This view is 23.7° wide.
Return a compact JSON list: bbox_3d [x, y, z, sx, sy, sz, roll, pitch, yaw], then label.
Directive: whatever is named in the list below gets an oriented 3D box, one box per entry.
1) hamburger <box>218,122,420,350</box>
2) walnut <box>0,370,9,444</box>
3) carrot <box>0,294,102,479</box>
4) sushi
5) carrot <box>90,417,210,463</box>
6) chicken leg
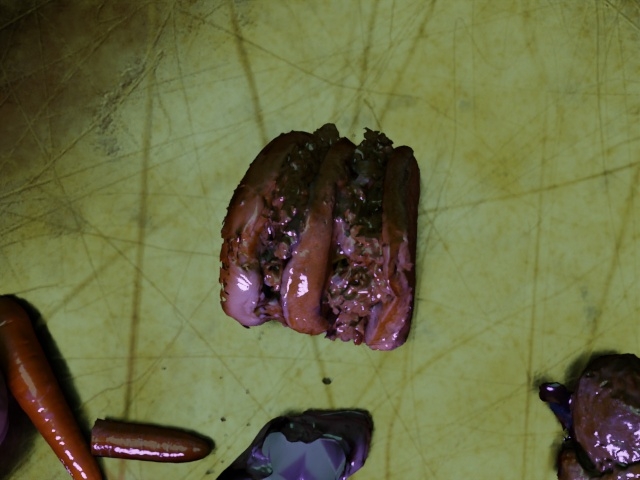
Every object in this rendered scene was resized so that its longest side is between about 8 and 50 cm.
[{"bbox_3d":[0.009,-0.006,1.668,0.211,0.260,0.245,9,95,9],"label":"hamburger"},{"bbox_3d":[-0.490,0.183,1.714,0.273,0.227,0.273,0,87,2],"label":"walnut"},{"bbox_3d":[-0.326,0.182,1.780,0.062,0.066,0.271,-24,81,-36],"label":"carrot"},{"bbox_3d":[-0.075,0.307,1.723,0.124,0.130,0.332,43,90,5],"label":"sushi"},{"bbox_3d":[-0.196,0.239,1.780,0.139,0.048,0.048,7,88,2],"label":"carrot"},{"bbox_3d":[0.380,0.294,1.690,0.211,0.140,0.361,-14,96,25],"label":"chicken leg"}]
